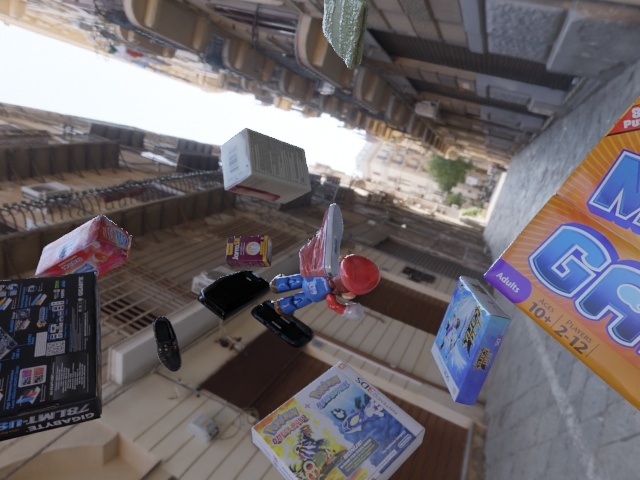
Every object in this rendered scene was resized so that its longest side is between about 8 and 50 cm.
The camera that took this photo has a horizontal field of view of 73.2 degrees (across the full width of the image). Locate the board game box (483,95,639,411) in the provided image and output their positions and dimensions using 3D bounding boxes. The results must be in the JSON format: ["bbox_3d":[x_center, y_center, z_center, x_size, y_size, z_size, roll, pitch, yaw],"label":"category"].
[{"bbox_3d":[0.578,0.049,0.716,0.357,0.356,0.356,7,-57,-51],"label":"board game box"}]

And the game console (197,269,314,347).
[{"bbox_3d":[-0.188,0.218,1.334,0.213,0.361,0.043,-30,-36,-50],"label":"game console"}]

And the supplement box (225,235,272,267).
[{"bbox_3d":[-0.142,0.023,0.861,0.043,0.083,0.054,71,-162,-68],"label":"supplement box"}]

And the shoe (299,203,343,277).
[{"bbox_3d":[0.000,0.000,0.959,0.063,0.081,0.177,47,-138,-53],"label":"shoe"}]

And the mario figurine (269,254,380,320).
[{"bbox_3d":[0.026,0.134,1.266,0.198,0.321,0.170,65,-157,-23],"label":"mario figurine"}]

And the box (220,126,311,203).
[{"bbox_3d":[-0.158,-0.212,1.266,0.232,0.127,0.148,10,-114,-47],"label":"box"}]

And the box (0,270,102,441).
[{"bbox_3d":[-0.538,0.190,0.730,0.294,0.295,0.073,-7,-46,-23],"label":"box"}]

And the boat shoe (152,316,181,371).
[{"bbox_3d":[-0.358,0.242,1.004,0.049,0.132,0.042,-16,-12,-30],"label":"boat shoe"}]

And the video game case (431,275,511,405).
[{"bbox_3d":[0.406,0.269,1.201,0.244,0.061,0.269,-95,19,-72],"label":"video game case"}]

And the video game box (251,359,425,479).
[{"bbox_3d":[0.029,0.307,0.680,0.205,0.187,0.048,-27,-49,-36],"label":"video game box"}]

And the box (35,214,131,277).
[{"bbox_3d":[-0.751,0.046,1.374,0.128,0.257,0.122,51,-161,-46],"label":"box"}]

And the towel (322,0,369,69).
[{"bbox_3d":[0.041,-0.387,0.762,0.027,0.110,0.148,-32,-15,-14],"label":"towel"}]
